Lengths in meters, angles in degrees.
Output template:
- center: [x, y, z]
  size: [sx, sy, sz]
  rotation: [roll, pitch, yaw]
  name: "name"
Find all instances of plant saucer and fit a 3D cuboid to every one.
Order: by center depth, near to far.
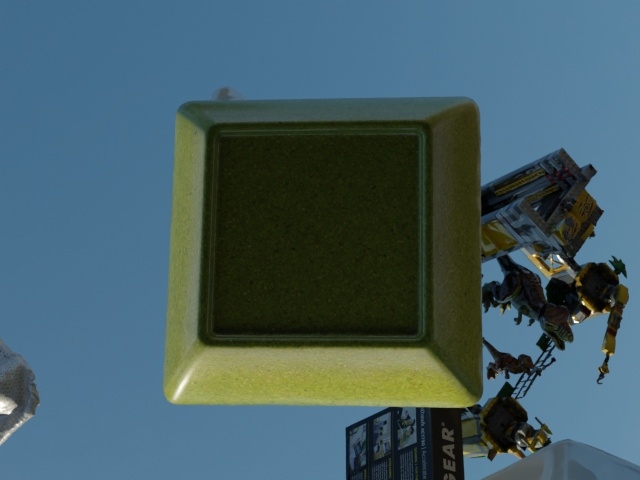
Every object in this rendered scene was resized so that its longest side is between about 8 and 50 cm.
- center: [0.000, 0.000, 0.690]
  size: [0.045, 0.188, 0.188]
  rotation: [67, -156, -76]
  name: "plant saucer"

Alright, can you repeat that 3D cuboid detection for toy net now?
- center: [-0.271, 0.117, 0.763]
  size: [0.045, 0.232, 0.122]
  rotation: [22, -112, -48]
  name: "toy net"

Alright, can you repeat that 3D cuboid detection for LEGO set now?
- center: [0.222, 0.065, 1.256]
  size: [0.331, 0.192, 0.255]
  rotation: [-40, -84, -31]
  name: "LEGO set"

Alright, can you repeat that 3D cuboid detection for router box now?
- center: [0.081, 0.249, 1.154]
  size: [0.046, 0.133, 0.179]
  rotation: [22, -127, -31]
  name: "router box"

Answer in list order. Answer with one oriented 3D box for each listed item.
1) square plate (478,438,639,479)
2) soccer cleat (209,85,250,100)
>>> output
- center: [0.014, 0.195, 0.478]
  size: [0.344, 0.347, 0.049]
  rotation: [-25, -88, -7]
  name: "square plate"
- center: [-0.037, -0.034, 0.931]
  size: [0.076, 0.068, 0.196]
  rotation: [-104, -8, -53]
  name: "soccer cleat"
